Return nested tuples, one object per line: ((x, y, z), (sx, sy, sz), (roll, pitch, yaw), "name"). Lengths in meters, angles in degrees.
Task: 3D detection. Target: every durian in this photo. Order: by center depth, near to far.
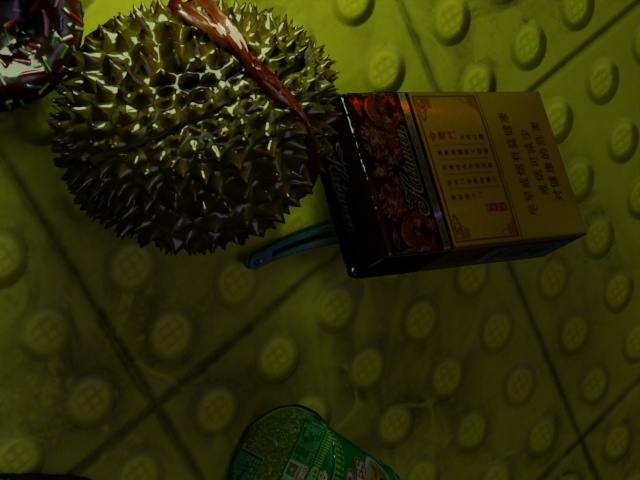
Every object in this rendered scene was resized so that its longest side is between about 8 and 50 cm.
((-0.155, -0.151, 1.717), (0.384, 0.347, 0.348), (-16, 113, -4), "durian")

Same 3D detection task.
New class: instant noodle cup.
((0.006, 0.380, 2.066), (0.232, 0.207, 0.207), (30, 83, -46), "instant noodle cup")

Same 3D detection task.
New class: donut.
((-0.401, -0.264, 1.654), (0.230, 0.096, 0.216), (32, 82, -38), "donut")

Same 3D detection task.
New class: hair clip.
((0.000, 0.000, 2.043), (0.275, 0.083, 0.048), (-17, 120, -25), "hair clip")

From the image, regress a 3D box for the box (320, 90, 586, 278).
((0.195, -0.094, 2.055), (0.415, 0.116, 0.264), (-7, 75, -36), "box")

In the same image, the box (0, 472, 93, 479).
((-0.399, 0.421, 1.857), (0.212, 0.042, 0.201), (8, 96, -36), "box")
